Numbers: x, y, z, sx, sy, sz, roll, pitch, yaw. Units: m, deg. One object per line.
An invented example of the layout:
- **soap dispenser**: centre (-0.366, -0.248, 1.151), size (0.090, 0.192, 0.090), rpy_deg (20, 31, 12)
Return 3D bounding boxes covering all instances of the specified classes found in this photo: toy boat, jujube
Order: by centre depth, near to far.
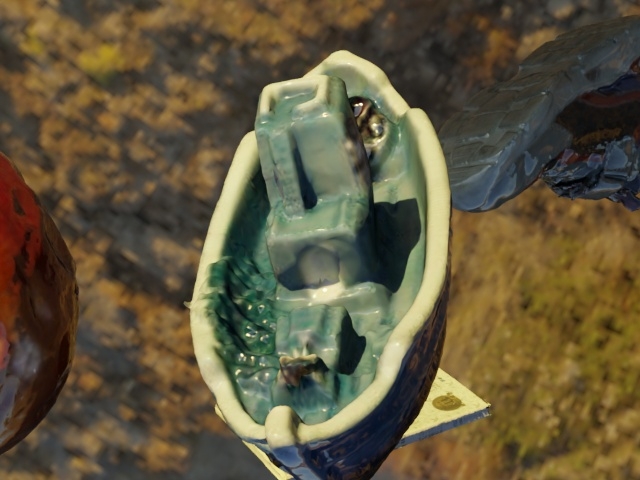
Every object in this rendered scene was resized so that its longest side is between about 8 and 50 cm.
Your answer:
- **toy boat**: centre (0.000, 0.000, 0.849), size (0.129, 0.309, 0.142), rpy_deg (-8, 128, 14)
- **jujube**: centre (-0.268, 0.014, 1.084), size (0.223, 0.223, 0.318), rpy_deg (53, 178, -29)

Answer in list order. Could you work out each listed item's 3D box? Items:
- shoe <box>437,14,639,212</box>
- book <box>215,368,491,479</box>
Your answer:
- **shoe**: centre (0.173, -0.065, 1.212), size (0.099, 0.227, 0.125), rpy_deg (-1, 123, 53)
- **book**: centre (0.024, 0.132, 1.327), size (0.127, 0.182, 0.014), rpy_deg (37, 137, 54)
